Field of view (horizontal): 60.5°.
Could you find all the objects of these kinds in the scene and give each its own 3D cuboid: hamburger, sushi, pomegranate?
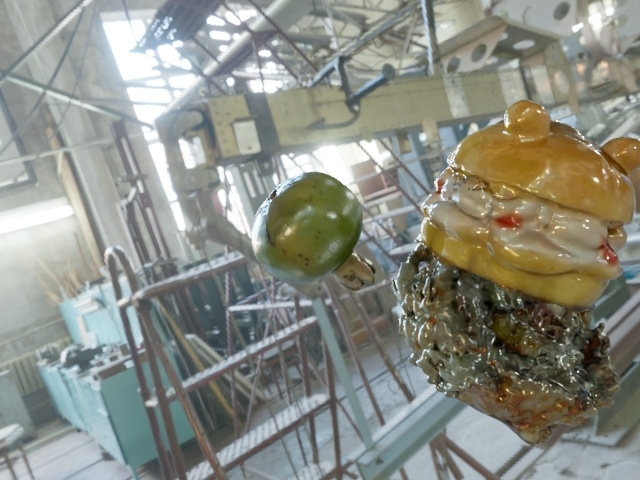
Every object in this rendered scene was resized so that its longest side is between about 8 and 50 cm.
[{"bbox_3d":[0.285,-0.057,0.749,0.276,0.237,0.276,16,16,-5],"label":"hamburger"},{"bbox_3d":[0.330,0.133,0.983,0.417,0.417,0.176,-22,-19,-36],"label":"sushi"},{"bbox_3d":[0.002,-0.013,0.851,0.210,0.179,0.179,15,-2,-7],"label":"pomegranate"}]
